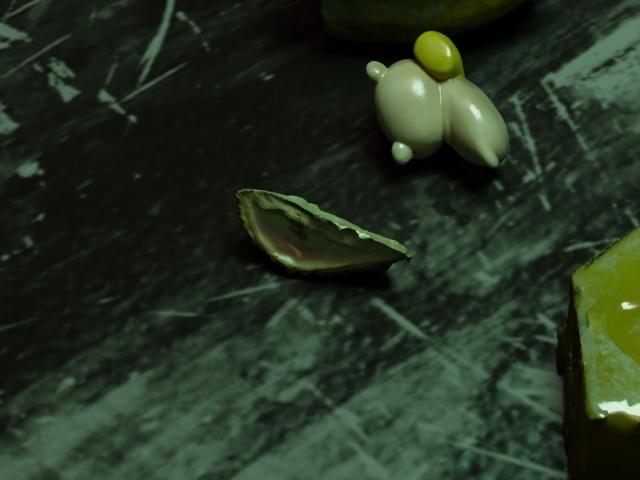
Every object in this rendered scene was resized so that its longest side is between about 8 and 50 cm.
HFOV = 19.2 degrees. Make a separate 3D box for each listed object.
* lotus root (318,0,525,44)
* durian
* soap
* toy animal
[{"bbox_3d":[0.091,-0.254,1.425,0.180,0.199,0.188,7,54,13],"label":"lotus root"},{"bbox_3d":[0.004,-0.009,1.288,0.130,0.066,0.052,21,50,7],"label":"durian"},{"bbox_3d":[0.248,0.060,1.210,0.257,0.080,0.160,-33,55,-28],"label":"soap"},{"bbox_3d":[0.080,-0.086,1.361,0.082,0.091,0.114,-33,84,-6],"label":"toy animal"}]
